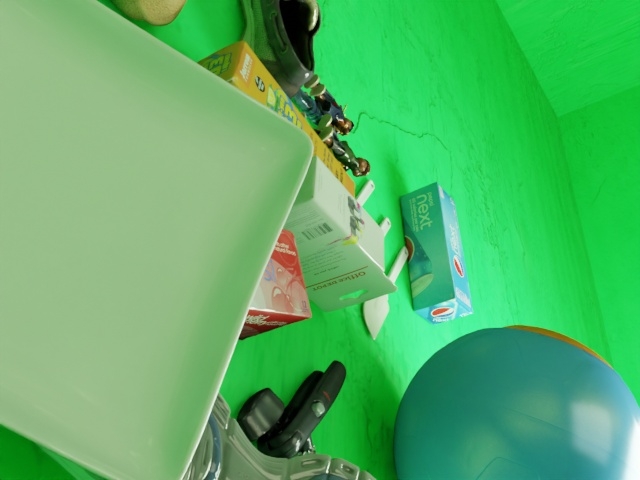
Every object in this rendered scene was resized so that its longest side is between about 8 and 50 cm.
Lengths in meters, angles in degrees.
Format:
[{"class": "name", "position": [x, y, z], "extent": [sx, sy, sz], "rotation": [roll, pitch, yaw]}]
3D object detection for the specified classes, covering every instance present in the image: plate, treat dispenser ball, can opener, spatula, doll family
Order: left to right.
[{"class": "plate", "position": [-0.164, -0.025, 0.473], "extent": [0.277, 0.045, 0.278], "rotation": [30, 57, -16]}, {"class": "can opener", "position": [-0.013, 0.160, 0.753], "extent": [0.186, 0.059, 0.073], "rotation": [-28, 96, -63]}, {"class": "doll family", "position": [0.008, -0.141, 0.981], "extent": [0.111, 0.076, 0.193], "rotation": [39, 32, -42]}, {"class": "spatula", "position": [0.071, 0.007, 1.069], "extent": [0.168, 0.019, 0.242], "rotation": [61, 27, -14]}, {"class": "treat dispenser ball", "position": [0.229, 0.241, 0.896], "extent": [0.288, 0.288, 0.288], "rotation": [42, 37, -43]}]

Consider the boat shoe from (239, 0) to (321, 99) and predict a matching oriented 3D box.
[{"class": "boat shoe", "position": [-0.045, -0.283, 0.970], "extent": [0.103, 0.092, 0.285], "rotation": [42, 37, -43]}]

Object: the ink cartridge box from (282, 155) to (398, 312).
[{"class": "ink cartridge box", "position": [0.000, 0.000, 0.841], "extent": [0.181, 0.104, 0.062], "rotation": [46, 35, -40]}]

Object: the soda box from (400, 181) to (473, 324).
[{"class": "soda box", "position": [0.179, 0.019, 1.205], "extent": [0.067, 0.071, 0.210], "rotation": [37, 41, -46]}]

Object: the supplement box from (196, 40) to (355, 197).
[{"class": "supplement box", "position": [-0.051, -0.100, 0.847], "extent": [0.233, 0.080, 0.078], "rotation": [46, 33, -35]}]

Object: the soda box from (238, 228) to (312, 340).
[{"class": "soda box", "position": [-0.114, 0.024, 0.631], "extent": [0.263, 0.083, 0.092], "rotation": [16, 58, -58]}]

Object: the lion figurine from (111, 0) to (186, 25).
[{"class": "lion figurine", "position": [-0.188, -0.302, 0.668], "extent": [0.392, 0.142, 0.240], "rotation": [42, 44, -50]}]

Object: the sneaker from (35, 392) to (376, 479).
[{"class": "sneaker", "position": [-0.089, 0.181, 0.546], "extent": [0.297, 0.129, 0.111], "rotation": [37, 39, -18]}]
